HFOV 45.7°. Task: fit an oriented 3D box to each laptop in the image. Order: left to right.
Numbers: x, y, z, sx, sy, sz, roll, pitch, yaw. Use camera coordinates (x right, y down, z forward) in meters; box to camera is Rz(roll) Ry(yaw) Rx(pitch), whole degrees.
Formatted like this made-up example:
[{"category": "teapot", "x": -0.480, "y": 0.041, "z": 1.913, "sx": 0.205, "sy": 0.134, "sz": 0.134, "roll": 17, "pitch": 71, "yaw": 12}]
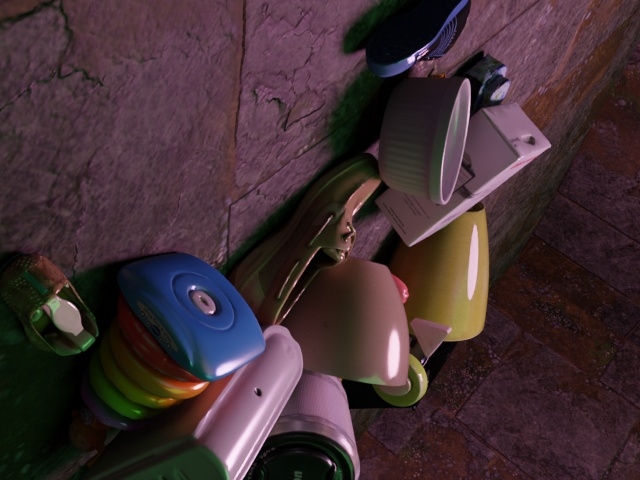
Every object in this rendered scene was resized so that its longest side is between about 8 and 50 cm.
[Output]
[{"category": "laptop", "x": 0.193, "y": 0.323, "z": 2.101, "sx": 0.407, "sy": 0.236, "sz": 0.382, "roll": -54, "pitch": 161, "yaw": -16}]

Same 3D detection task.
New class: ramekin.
[{"category": "ramekin", "x": 0.169, "y": -0.168, "z": 1.234, "sx": 0.207, "sy": 0.109, "sz": 0.207, "roll": 12, "pitch": 90, "yaw": -73}]

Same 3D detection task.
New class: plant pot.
[{"category": "plant pot", "x": 0.029, "y": 0.120, "z": 1.315, "sx": 0.284, "sy": 0.284, "sz": 0.190, "roll": 19, "pitch": 84, "yaw": -70}, {"category": "plant pot", "x": 0.287, "y": 0.042, "z": 1.797, "sx": 0.275, "sy": 0.275, "sz": 0.293, "roll": -26, "pitch": 132, "yaw": -53}]

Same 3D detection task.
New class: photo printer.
[{"category": "photo printer", "x": -0.166, "y": 0.246, "z": 1.062, "sx": 0.256, "sy": 0.107, "sz": 0.307, "roll": -30, "pitch": -168, "yaw": 28}]

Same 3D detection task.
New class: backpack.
[{"category": "backpack", "x": 0.320, "y": -0.298, "z": 1.487, "sx": 0.114, "sy": 0.084, "sz": 0.105, "roll": -46, "pitch": 162, "yaw": -29}]

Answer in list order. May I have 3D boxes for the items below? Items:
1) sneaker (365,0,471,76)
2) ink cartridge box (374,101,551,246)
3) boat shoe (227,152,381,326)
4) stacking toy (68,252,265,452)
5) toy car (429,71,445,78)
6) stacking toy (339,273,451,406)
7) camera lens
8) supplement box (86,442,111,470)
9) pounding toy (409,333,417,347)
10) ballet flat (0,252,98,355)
[{"category": "sneaker", "x": 0.146, "y": -0.289, "z": 1.095, "sx": 0.232, "sy": 0.081, "sz": 0.090, "roll": -45, "pitch": 152, "yaw": -27}, {"category": "ink cartridge box", "x": 0.281, "y": -0.134, "z": 1.493, "sx": 0.289, "sy": 0.121, "sz": 0.211, "roll": -41, "pitch": 170, "yaw": 32}, {"category": "boat shoe", "x": 0.000, "y": 0.000, "z": 1.213, "sx": 0.341, "sy": 0.110, "sz": 0.121, "roll": -47, "pitch": 160, "yaw": -18}, {"category": "stacking toy", "x": -0.233, "y": 0.169, "z": 0.952, "sx": 0.302, "sy": 0.175, "sz": 0.166, "roll": -46, "pitch": 169, "yaw": 23}, {"category": "toy car", "x": 0.202, "y": -0.260, "z": 1.379, "sx": 0.041, "sy": 0.060, "sz": 0.122, "roll": -8, "pitch": 132, "yaw": 0}, {"category": "stacking toy", "x": 0.100, "y": 0.231, "z": 1.613, "sx": 0.130, "sy": 0.280, "sz": 0.308, "roll": -31, "pitch": 147, "yaw": -52}, {"category": "camera lens", "x": -0.051, "y": 0.347, "z": 1.366, "sx": 0.219, "sy": 0.220, "sz": 0.274, "roll": -60, "pitch": -164, "yaw": 19}, {"category": "supplement box", "x": -0.262, "y": 0.385, "z": 1.247, "sx": 0.191, "sy": 0.129, "sz": 0.194, "roll": -40, "pitch": 157, "yaw": -35}, {"category": "pounding toy", "x": 0.333, "y": 0.207, "z": 2.215, "sx": 0.269, "sy": 0.155, "sz": 0.154, "roll": -48, "pitch": 164, "yaw": -40}, {"category": "ballet flat", "x": -0.270, "y": 0.085, "z": 0.789, "sx": 0.073, "sy": 0.067, "sz": 0.206, "roll": -48, "pitch": 161, "yaw": -18}]
